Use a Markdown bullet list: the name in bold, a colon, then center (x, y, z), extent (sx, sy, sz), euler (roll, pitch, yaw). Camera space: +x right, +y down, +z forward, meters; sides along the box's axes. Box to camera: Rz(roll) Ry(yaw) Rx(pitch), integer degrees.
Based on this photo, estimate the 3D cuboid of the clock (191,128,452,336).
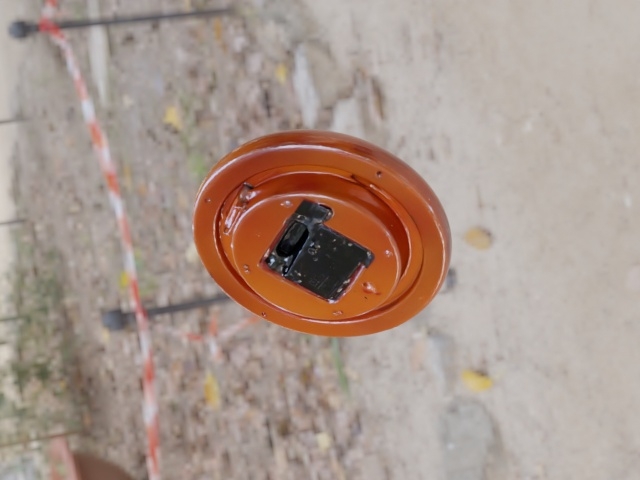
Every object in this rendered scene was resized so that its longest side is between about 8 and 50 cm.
- **clock**: center (0.000, 0.000, 1.131), extent (0.051, 0.205, 0.205), euler (-75, -5, -45)
